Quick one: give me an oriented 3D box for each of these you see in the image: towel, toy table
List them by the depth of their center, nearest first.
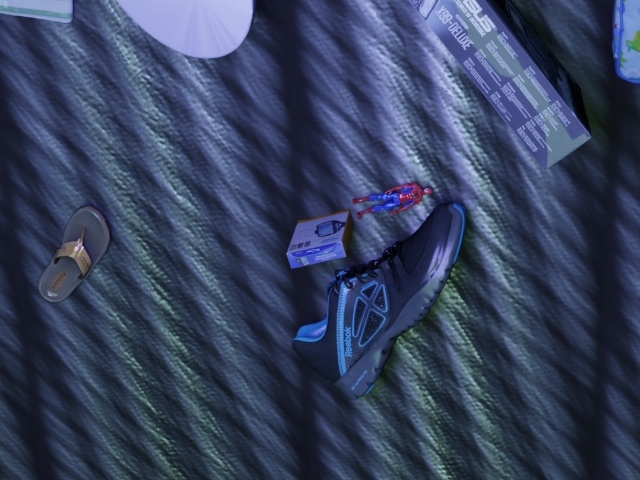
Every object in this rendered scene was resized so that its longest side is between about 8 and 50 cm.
[{"bbox_3d":[-0.179,-0.379,1.551,0.252,0.161,0.274,-20,107,15],"label":"toy table"},{"bbox_3d":[-0.397,-0.384,1.647,0.113,0.023,0.152,8,119,3],"label":"towel"}]

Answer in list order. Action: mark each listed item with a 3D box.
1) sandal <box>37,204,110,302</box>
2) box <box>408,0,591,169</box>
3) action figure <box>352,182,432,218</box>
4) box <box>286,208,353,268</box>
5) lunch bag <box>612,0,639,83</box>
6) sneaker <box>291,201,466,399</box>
[{"bbox_3d":[-0.377,0.029,1.793,0.072,0.049,0.180,35,112,-5],"label":"sandal"},{"bbox_3d":[0.215,-0.257,1.494,0.076,0.242,0.307,-37,101,19],"label":"box"},{"bbox_3d":[0.105,-0.058,1.701,0.115,0.030,0.038,-15,103,12],"label":"action figure"},{"bbox_3d":[0.000,0.000,1.679,0.081,0.136,0.028,-13,113,13],"label":"box"},{"bbox_3d":[0.448,-0.293,1.444,0.176,0.090,0.219,1,139,10],"label":"lunch bag"},{"bbox_3d":[0.086,0.074,1.702,0.140,0.125,0.341,34,110,0],"label":"sneaker"}]
